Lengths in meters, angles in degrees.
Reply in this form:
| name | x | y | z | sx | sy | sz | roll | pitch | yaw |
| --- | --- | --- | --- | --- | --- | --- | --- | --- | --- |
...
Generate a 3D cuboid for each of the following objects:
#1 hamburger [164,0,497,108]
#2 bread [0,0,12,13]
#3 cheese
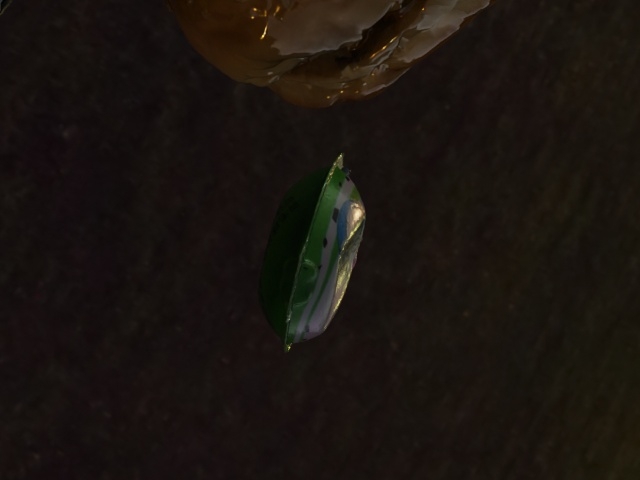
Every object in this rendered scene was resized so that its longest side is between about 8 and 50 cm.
| name | x | y | z | sx | sy | sz | roll | pitch | yaw |
| --- | --- | --- | --- | --- | --- | --- | --- | --- | --- |
| hamburger | 0.014 | -0.255 | 0.798 | 0.174 | 0.284 | 0.304 | 21 | 133 | -37 |
| bread | -0.279 | -0.268 | 0.764 | 0.395 | 0.264 | 0.239 | -26 | -152 | 53 |
| cheese | 0.000 | 0.000 | 1.199 | 0.320 | 0.083 | 0.204 | -57 | 162 | -72 |
